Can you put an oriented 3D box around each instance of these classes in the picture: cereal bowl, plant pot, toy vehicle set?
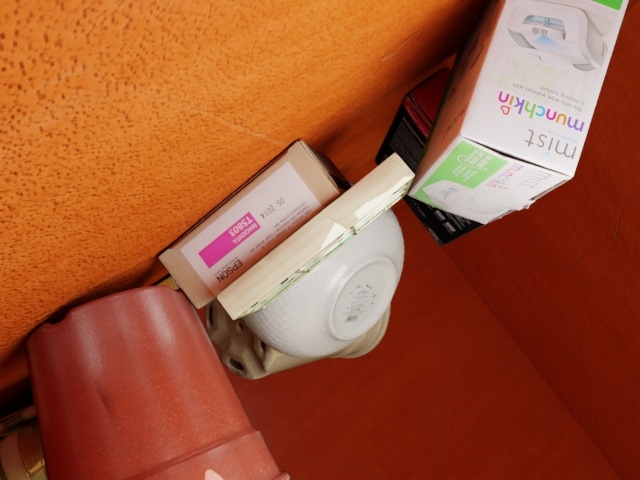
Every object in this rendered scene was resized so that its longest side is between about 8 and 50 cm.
[{"bbox_3d":[0.031,0.069,1.016,0.339,0.141,0.339,-26,132,-33],"label":"cereal bowl"},{"bbox_3d":[-0.070,0.151,1.274,0.305,0.334,0.334,-17,162,-45],"label":"plant pot"},{"bbox_3d":[0.000,0.000,0.737,0.267,0.035,0.166,-39,174,3],"label":"toy vehicle set"},{"bbox_3d":[-0.211,0.213,0.689,0.272,0.265,0.272,-22,164,-7],"label":"plant pot"}]

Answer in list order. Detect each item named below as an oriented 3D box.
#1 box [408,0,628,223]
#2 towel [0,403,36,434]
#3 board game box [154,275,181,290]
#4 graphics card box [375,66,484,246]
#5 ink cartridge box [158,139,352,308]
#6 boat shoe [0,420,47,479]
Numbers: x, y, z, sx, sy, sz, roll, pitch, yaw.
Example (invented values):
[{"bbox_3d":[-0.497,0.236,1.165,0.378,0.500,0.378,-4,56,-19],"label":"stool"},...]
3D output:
[{"bbox_3d":[0.220,-0.162,0.686,0.262,0.126,0.231,107,4,-82],"label":"box"},{"bbox_3d":[-0.403,0.242,0.952,0.325,0.038,0.248,-28,176,10],"label":"towel"},{"bbox_3d":[-0.278,0.115,0.880,0.259,0.039,0.124,-37,176,-20],"label":"board game box"},{"bbox_3d":[0.219,-0.122,1.021,0.094,0.233,0.371,-37,174,-7],"label":"graphics card box"},{"bbox_3d":[-0.071,-0.020,0.780,0.234,0.088,0.193,-38,176,11],"label":"ink cartridge box"},{"bbox_3d":[-0.422,0.332,0.914,0.103,0.113,0.302,-20,173,-13],"label":"boat shoe"}]
